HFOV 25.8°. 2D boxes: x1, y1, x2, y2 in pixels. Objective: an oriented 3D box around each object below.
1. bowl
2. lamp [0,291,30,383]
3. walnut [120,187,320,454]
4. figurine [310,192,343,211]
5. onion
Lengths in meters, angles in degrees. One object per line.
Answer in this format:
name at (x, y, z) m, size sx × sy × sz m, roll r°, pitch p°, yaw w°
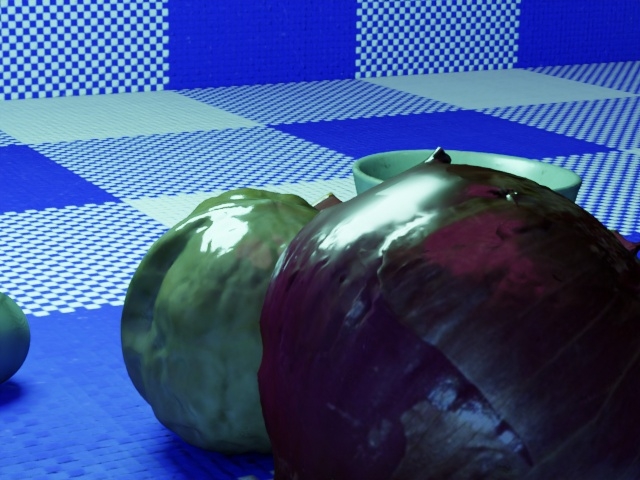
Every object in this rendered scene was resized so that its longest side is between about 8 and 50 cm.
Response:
bowl at (0.180, -0.019, 1.762) m, size 0.289 × 0.146 × 0.289 m, roll 2°, pitch 13°, yaw 0°
lamp at (-0.339, 0.096, 1.372) m, size 0.105 × 0.105 × 0.105 m, roll 1°, pitch 15°, yaw 0°
walnut at (-0.058, 0.069, 1.260) m, size 0.248 × 0.248 × 0.248 m, roll 1°, pitch 15°, yaw 0°
figurine at (-0.001, -0.001, 1.845) m, size 0.098 × 0.082 × 0.154 m, roll -23°, pitch 21°, yaw -12°
onion at (0.067, 0.136, 0.964) m, size 0.385 × 0.348 × 0.347 m, roll -40°, pitch 26°, yaw -10°
